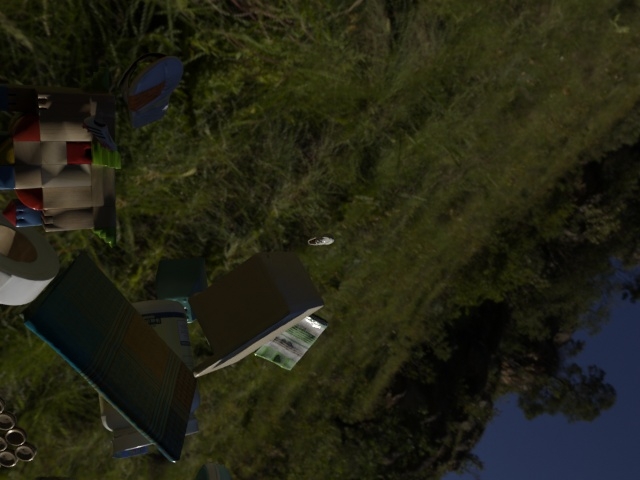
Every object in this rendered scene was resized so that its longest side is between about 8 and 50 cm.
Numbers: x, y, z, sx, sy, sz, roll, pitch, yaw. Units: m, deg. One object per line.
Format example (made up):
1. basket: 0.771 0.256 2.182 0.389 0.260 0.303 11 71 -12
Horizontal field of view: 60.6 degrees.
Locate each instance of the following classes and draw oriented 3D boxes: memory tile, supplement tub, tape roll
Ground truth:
1. memory tile: -0.600 0.354 1.004 0.113 0.148 0.012 -20 -163 5
2. supplement tub: -0.426 0.329 1.350 0.235 0.235 0.325 -28 -110 40
3. tape roll: -0.853 0.038 1.463 0.100 0.286 0.286 -44 -154 9

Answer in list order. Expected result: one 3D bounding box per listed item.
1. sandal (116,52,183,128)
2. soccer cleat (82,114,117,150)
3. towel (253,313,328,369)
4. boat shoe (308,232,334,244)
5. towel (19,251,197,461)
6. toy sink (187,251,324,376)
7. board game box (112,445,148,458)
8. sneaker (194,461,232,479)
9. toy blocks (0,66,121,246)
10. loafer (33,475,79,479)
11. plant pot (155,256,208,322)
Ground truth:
1. sandal: -0.329 -0.285 1.013 0.102 0.076 0.265 -32 -176 -26
2. soccer cleat: -0.419 -0.206 1.057 0.035 0.083 0.029 -29 -141 15
3. towel: -0.067 0.218 1.229 0.152 0.113 0.023 -53 -157 14
4. boat shoe: 0.000 0.000 1.717 0.100 0.035 0.035 0 -153 46
5. towel: -0.372 0.211 1.028 0.040 0.370 0.271 -34 -163 7
6. toy sink: -0.140 0.128 1.013 0.234 0.131 0.152 -35 166 19
7. board game box: -0.638 0.627 1.886 0.039 0.160 0.212 1 -103 16
8. sneaker: -0.117 0.560 1.022 0.127 0.208 0.319 -28 -110 57
9. toy blocks: -0.571 -0.168 1.137 0.190 0.260 0.382 31 -59 50
10. loafer: -0.518 0.580 1.193 0.087 0.251 0.094 -15 -131 17
11. plant pot: -0.495 0.189 1.931 0.165 0.166 0.234 -3 -155 -4
